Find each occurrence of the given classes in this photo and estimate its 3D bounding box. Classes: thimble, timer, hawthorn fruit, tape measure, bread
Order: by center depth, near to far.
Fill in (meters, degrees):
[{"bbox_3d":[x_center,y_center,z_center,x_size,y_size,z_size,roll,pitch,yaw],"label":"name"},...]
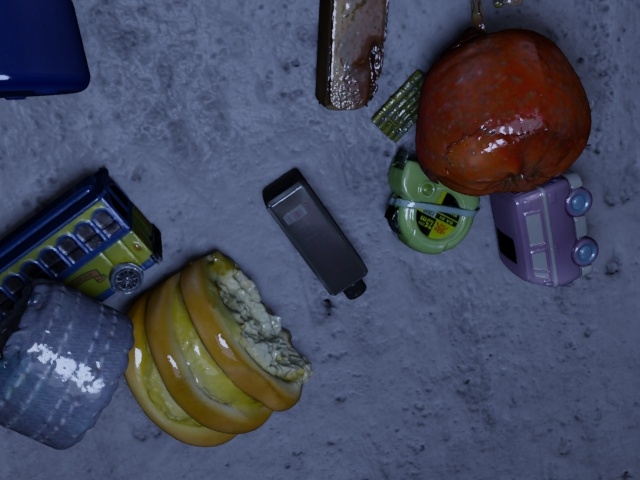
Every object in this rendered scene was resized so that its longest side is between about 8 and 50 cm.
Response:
[{"bbox_3d":[-0.460,-0.383,1.147,0.270,0.270,0.384,-4,99,-10],"label":"timer"},{"bbox_3d":[-0.392,0.177,1.248,0.172,0.205,0.236,31,135,-19],"label":"thimble"},{"bbox_3d":[0.276,-0.226,1.346,0.275,0.276,0.308,-8,89,-8],"label":"hawthorn fruit"},{"bbox_3d":[-0.183,0.202,1.437,0.270,0.211,0.316,-32,111,3],"label":"bread"},{"bbox_3d":[0.189,-0.055,1.475,0.177,0.087,0.154,18,95,-19],"label":"tape measure"}]

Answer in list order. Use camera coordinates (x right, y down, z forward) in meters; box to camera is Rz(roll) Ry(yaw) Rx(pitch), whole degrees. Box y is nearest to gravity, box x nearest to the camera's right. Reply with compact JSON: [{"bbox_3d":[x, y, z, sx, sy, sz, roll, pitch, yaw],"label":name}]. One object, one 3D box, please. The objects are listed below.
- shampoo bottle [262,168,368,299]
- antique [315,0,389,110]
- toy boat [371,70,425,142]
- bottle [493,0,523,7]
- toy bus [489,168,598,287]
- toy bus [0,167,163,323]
[{"bbox_3d":[0.000,0.000,1.462,0.080,0.079,0.246,-33,114,4],"label":"shampoo bottle"},{"bbox_3d":[0.050,-0.357,1.328,0.093,0.087,0.310,-1,111,-12],"label":"antique"},{"bbox_3d":[0.143,-0.223,1.437,0.063,0.016,0.115,39,100,-22],"label":"toy boat"},{"bbox_3d":[0.245,-0.422,1.335,0.209,0.097,0.110,8,122,-15],"label":"bottle"},{"bbox_3d":[0.385,-0.024,1.502,0.142,0.142,0.203,-19,113,-10],"label":"toy bus"},{"bbox_3d":[-0.407,0.039,1.363,0.287,0.138,0.175,-35,115,4],"label":"toy bus"}]
